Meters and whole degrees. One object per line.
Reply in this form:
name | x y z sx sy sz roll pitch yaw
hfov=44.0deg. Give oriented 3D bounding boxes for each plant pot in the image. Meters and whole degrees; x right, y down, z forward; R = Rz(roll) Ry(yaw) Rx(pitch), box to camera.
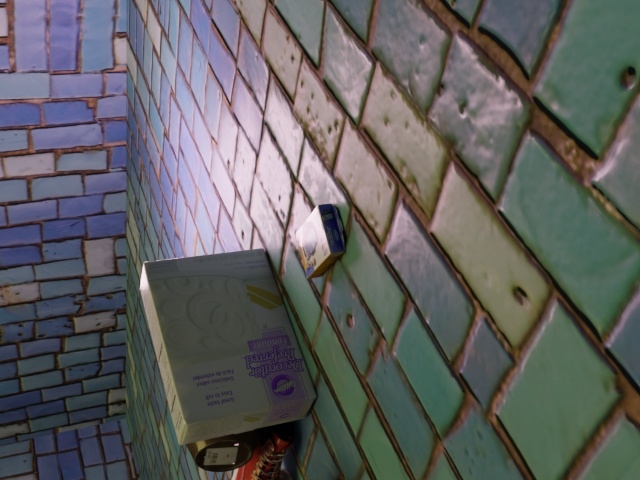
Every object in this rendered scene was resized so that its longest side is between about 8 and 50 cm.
plant pot | -0.195 0.312 1.510 0.230 0.215 0.215 -104 20 -44

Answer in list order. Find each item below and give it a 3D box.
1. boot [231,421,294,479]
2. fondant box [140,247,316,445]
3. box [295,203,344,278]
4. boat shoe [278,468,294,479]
boot | -0.109 0.452 1.500 0.176 0.088 0.244 133 148 -53
fondant box | -0.174 0.181 1.438 0.096 0.238 0.330 114 142 -50
box | 0.000 0.000 1.228 0.136 0.028 0.081 127 131 -63
boat shoe | -0.072 0.495 1.550 0.153 0.048 0.056 -151 56 -63
